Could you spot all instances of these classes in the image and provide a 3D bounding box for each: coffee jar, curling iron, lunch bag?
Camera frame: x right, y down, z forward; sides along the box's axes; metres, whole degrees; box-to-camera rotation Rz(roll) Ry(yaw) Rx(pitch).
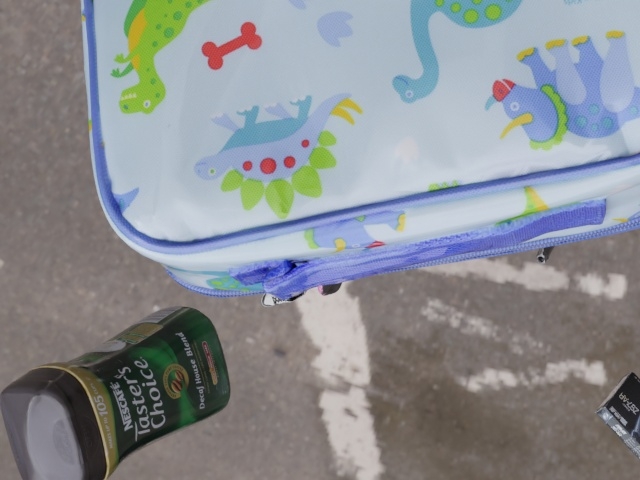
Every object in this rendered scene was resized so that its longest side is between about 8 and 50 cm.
[{"bbox_3d":[-0.154,0.121,0.889,0.079,0.184,0.096,-6,102,37],"label":"coffee jar"},{"bbox_3d":[0.396,-0.011,1.923,0.035,0.274,0.068,-32,91,26],"label":"curling iron"},{"bbox_3d":[0.025,-0.073,0.420,0.219,0.176,0.090,-12,163,10],"label":"lunch bag"}]

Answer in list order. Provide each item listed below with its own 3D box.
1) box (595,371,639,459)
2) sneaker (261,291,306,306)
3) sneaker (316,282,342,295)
[{"bbox_3d":[0.349,0.195,1.273,0.083,0.067,0.018,48,144,3],"label":"box"},{"bbox_3d":[-0.062,0.091,1.947,0.083,0.037,0.032,-23,105,9],"label":"sneaker"},{"bbox_3d":[0.000,0.000,1.908,0.077,0.072,0.178,29,117,33],"label":"sneaker"}]
